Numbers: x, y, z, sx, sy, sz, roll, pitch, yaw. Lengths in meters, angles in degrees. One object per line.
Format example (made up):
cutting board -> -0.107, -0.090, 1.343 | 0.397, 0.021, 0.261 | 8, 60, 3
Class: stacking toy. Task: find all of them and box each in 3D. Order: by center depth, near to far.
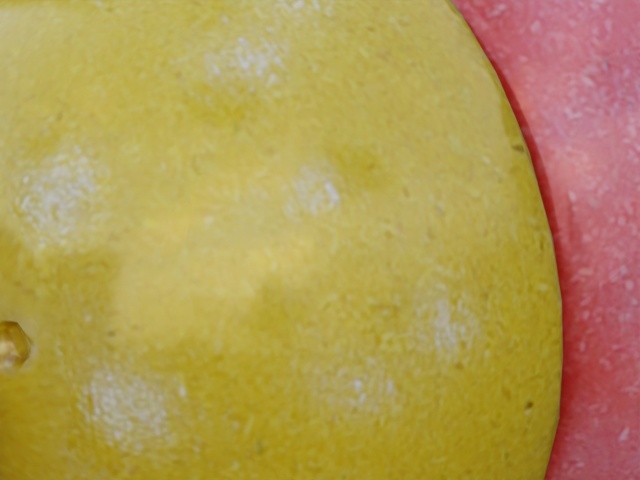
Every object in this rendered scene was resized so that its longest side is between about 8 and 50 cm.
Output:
stacking toy -> 0.000, 0.000, 0.411 | 0.350, 0.350, 0.480 | 30, 32, 36
